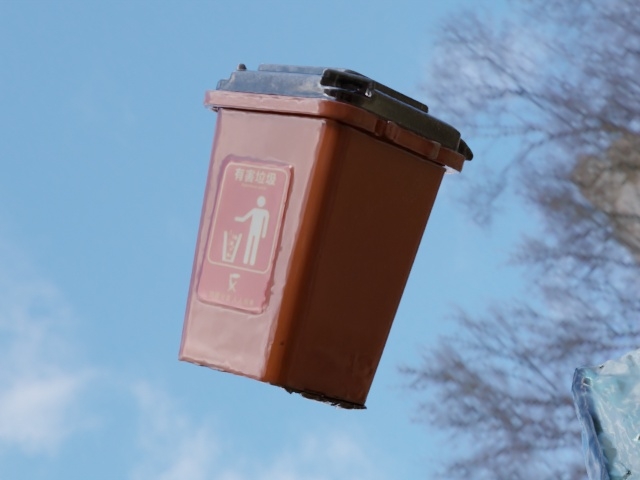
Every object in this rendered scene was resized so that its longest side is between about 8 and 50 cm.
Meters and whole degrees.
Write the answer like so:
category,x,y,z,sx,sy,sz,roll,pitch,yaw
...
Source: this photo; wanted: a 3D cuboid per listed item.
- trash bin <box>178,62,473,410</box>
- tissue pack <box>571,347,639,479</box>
category,x,y,z,sx,sy,sz,roll,pitch,yaw
trash bin,0.000,0.000,1.131,0.184,0.161,0.239,17,-95,-47
tissue pack,0.168,0.167,0.551,0.073,0.173,0.235,-22,-54,7
